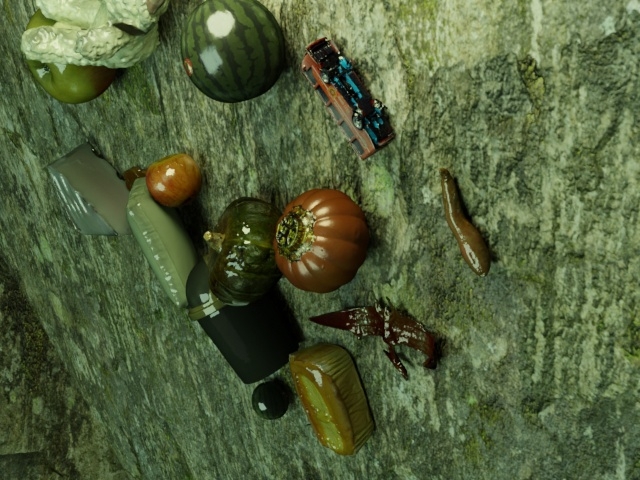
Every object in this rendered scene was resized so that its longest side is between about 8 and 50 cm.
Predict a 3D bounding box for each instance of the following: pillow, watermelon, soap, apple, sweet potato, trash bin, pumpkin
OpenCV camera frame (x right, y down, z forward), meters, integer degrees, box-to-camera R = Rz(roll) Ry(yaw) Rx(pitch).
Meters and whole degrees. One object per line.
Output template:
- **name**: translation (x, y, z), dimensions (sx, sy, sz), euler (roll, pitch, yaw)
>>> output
- **pillow**: translation (-0.415, 0.000, 2.151), dimensions (0.255, 0.119, 0.322), euler (-107, -5, -67)
- **watermelon**: translation (-0.144, 0.436, 2.263), dimensions (0.105, 0.105, 0.133), euler (-12, 94, 53)
- **soap**: translation (-0.639, -0.151, 2.356), dimensions (0.302, 0.159, 0.258), euler (2, 115, 47)
- **apple**: translation (-0.636, -0.480, 2.064), dimensions (0.260, 0.194, 0.261), euler (28, 140, 26)
- **apple**: translation (-0.367, -0.149, 2.041), dimensions (0.146, 0.146, 0.147), euler (29, 136, 33)
- **sweet potato**: translation (0.259, -0.034, 1.481), dimensions (0.050, 0.050, 0.214), euler (-21, 93, 54)
- **watermelon**: translation (-0.173, -0.378, 1.586), dimensions (0.212, 0.212, 0.212), euler (29, 136, 33)
- **trash bin**: translation (-0.215, 0.183, 2.063), dimensions (0.214, 0.214, 0.334), euler (-15, 110, 53)
- **pumpkin**: translation (-0.182, 0.018, 1.852), dimensions (0.260, 0.189, 0.260), euler (-168, 90, -68)

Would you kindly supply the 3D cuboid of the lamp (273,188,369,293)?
- **lamp**: translation (0.000, 0.000, 1.679), dimensions (0.223, 0.196, 0.223), euler (-15, 68, 43)

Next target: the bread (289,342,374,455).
- **bread**: translation (0.029, 0.396, 2.018), dimensions (0.152, 0.119, 0.288), euler (7, 122, 51)

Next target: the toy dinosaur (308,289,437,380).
- **toy dinosaur**: translation (0.122, 0.209, 1.770), dimensions (0.327, 0.113, 0.207), euler (38, 140, 27)

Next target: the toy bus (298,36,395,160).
- **toy bus**: translation (0.048, -0.267, 1.531), dimensions (0.235, 0.073, 0.096), euler (55, 151, 2)

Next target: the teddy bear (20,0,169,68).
- **teddy bear**: translation (-0.480, -0.543, 1.754), dimensions (0.375, 0.328, 0.362), euler (12, 159, -1)

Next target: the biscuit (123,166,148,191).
- **biscuit**: translation (-0.495, -0.153, 2.289), dimensions (0.175, 0.026, 0.124), euler (26, 134, 35)

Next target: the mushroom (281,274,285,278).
- **mushroom**: translation (-0.076, 0.043, 1.917), dimensions (0.084, 0.071, 0.209), euler (62, 148, 2)
